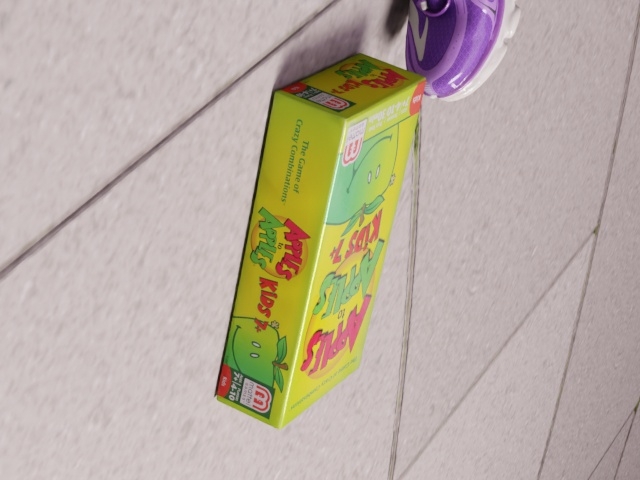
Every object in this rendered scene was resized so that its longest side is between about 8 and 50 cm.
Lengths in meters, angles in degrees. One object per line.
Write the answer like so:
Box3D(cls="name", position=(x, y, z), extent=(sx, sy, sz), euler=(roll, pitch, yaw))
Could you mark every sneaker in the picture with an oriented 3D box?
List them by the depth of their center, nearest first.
Box3D(cls="sneaker", position=(0.067, -0.159, 0.886), extent=(0.071, 0.068, 0.170), euler=(-6, 109, -49))

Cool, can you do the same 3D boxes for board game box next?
Box3D(cls="board game box", position=(0.000, 0.000, 0.886), extent=(0.092, 0.043, 0.181), euler=(-33, 140, -55))
